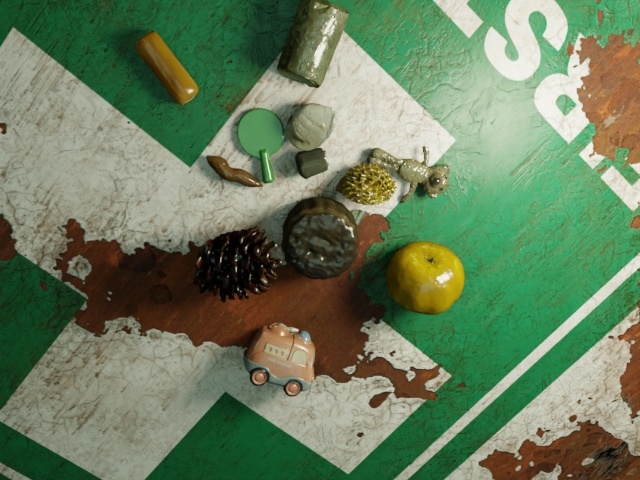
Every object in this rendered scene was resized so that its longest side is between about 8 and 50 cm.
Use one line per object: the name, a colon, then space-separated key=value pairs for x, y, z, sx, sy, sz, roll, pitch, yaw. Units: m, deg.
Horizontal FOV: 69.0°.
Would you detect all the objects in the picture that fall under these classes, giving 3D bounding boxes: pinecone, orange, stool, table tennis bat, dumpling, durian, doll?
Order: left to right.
pinecone: x=-0.276 y=0.085 z=1.599 sx=0.295 sy=0.298 sz=0.242 roll=-11 pitch=85 yaw=2
table tennis bat: x=-0.199 y=-0.326 z=1.613 sx=0.160 sy=0.039 sz=0.257 roll=-9 pitch=103 yaw=-1
dumpling: x=-0.030 y=-0.382 z=1.570 sx=0.176 sy=0.092 sz=0.150 roll=-11 pitch=101 yaw=0
stool: x=-0.029 y=-0.269 z=1.609 sx=0.110 sy=0.096 sz=0.096 roll=-18 pitch=108 yaw=-3
durian: x=0.160 y=-0.189 z=1.634 sx=0.182 sy=0.132 sz=0.165 roll=39 pitch=83 yaw=8
doll: x=0.320 y=-0.254 z=1.641 sx=0.202 sy=0.091 sz=0.286 roll=-43 pitch=99 yaw=6
orange: x=0.372 y=0.136 z=1.674 sx=0.278 sy=0.279 sz=0.235 roll=-1 pitch=137 yaw=-3

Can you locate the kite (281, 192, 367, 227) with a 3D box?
kite: x=0.022 y=-0.045 z=1.724 sx=0.322 sy=0.013 sz=0.268 roll=-12 pitch=108 yaw=3

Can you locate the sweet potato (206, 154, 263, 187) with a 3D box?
sweet potato: x=-0.303 y=-0.231 z=1.626 sx=0.218 sy=0.051 sz=0.065 roll=28 pitch=102 yaw=-11

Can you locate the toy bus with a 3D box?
toy bus: x=-0.144 y=0.439 z=1.788 sx=0.287 sy=0.194 sz=0.232 roll=19 pitch=93 yaw=-8

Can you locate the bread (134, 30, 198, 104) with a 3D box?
bread: x=-0.499 y=-0.556 z=1.502 sx=0.092 sy=0.074 sz=0.239 roll=-34 pitch=106 yaw=13

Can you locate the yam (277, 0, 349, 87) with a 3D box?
yam: x=-0.025 y=-0.627 z=1.465 sx=0.161 sy=0.161 sz=0.268 roll=21 pitch=108 yaw=-9

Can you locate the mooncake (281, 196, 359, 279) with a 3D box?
mooncake: x=0.000 y=0.000 z=1.648 sx=0.290 sy=0.161 sz=0.291 roll=0 pitch=109 yaw=1
